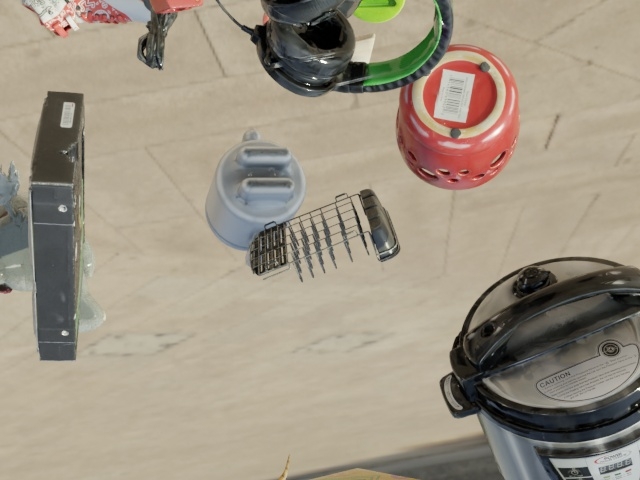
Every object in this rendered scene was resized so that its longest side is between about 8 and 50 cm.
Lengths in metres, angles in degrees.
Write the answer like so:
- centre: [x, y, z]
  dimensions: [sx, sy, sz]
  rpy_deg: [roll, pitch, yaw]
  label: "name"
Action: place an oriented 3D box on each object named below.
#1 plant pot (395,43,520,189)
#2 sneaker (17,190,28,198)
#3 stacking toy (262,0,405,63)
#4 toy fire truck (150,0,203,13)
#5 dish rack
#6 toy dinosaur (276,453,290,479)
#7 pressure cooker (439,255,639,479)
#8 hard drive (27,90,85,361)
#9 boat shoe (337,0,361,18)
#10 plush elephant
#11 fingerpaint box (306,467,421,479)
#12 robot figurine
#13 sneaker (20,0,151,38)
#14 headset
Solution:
- centre: [0.208, -0.186, 1.258]
  dimensions: [0.191, 0.191, 0.174]
  rpy_deg: [-10, 168, 3]
  label: "plant pot"
- centre: [-0.723, -0.095, 1.762]
  dimensions: [0.305, 0.114, 0.152]
  rpy_deg: [8, 129, 16]
  label: "sneaker"
- centre: [0.032, -0.542, 1.823]
  dimensions: [0.280, 0.130, 0.309]
  rpy_deg: [20, 135, -8]
  label: "stacking toy"
- centre: [-0.117, -0.344, 0.940]
  dimensions: [0.192, 0.135, 0.047]
  rpy_deg: [-28, -161, -26]
  label: "toy fire truck"
- centre: [0.000, 0.000, 1.567]
  dimensions: [0.272, 0.074, 0.208]
  rpy_deg: [-21, -156, 6]
  label: "dish rack"
- centre: [-0.133, 0.603, 1.975]
  dimensions: [0.212, 0.112, 0.064]
  rpy_deg: [-26, 169, -16]
  label: "toy dinosaur"
- centre: [0.427, 0.234, 1.434]
  dimensions: [0.376, 0.370, 0.420]
  rpy_deg: [12, 140, 39]
  label: "pressure cooker"
- centre: [-0.387, -0.018, 1.246]
  dimensions: [0.064, 0.236, 0.338]
  rpy_deg: [2, 131, -12]
  label: "hard drive"
- centre: [-0.033, -0.513, 1.454]
  dimensions: [0.156, 0.186, 0.500]
  rpy_deg: [-25, 166, 18]
  label: "boat shoe"
- centre: [-0.575, 0.012, 1.596]
  dimensions: [0.272, 0.329, 0.255]
  rpy_deg: [-9, -171, -18]
  label: "plush elephant"
- centre: [-0.002, 0.627, 1.365]
  dimensions: [0.163, 0.444, 0.371]
  rpy_deg: [-2, 176, 41]
  label: "fingerpaint box"
- centre: [-0.150, -0.094, 1.882]
  dimensions: [0.200, 0.299, 0.353]
  rpy_deg: [2, 162, -14]
  label: "robot figurine"
- centre: [-0.431, -0.433, 1.589]
  dimensions: [0.270, 0.145, 0.090]
  rpy_deg: [29, 180, -1]
  label: "sneaker"
- centre: [-0.029, -0.277, 1.079]
  dimensions: [0.395, 0.185, 0.243]
  rpy_deg: [5, 145, 6]
  label: "headset"
